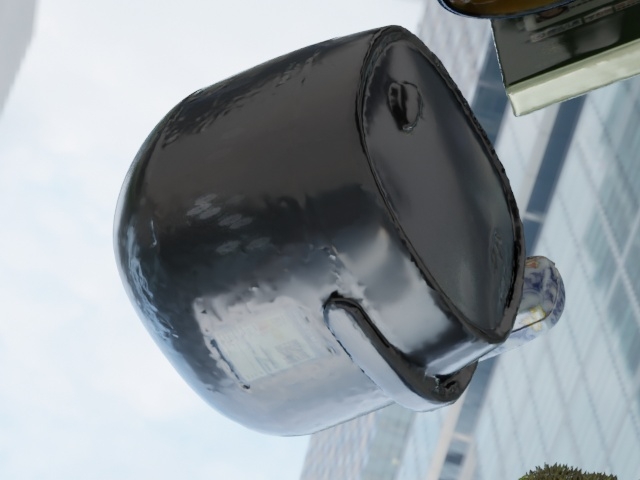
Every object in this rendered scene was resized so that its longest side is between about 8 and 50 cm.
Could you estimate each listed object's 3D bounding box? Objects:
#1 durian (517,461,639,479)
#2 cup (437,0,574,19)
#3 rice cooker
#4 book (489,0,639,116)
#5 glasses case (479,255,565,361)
[{"bbox_3d":[0.296,0.338,1.651,0.159,0.146,0.198,7,175,37],"label":"durian"},{"bbox_3d":[0.108,-0.206,0.784,0.113,0.138,0.150,-17,162,16],"label":"cup"},{"bbox_3d":[0.000,0.000,0.955,0.224,0.267,0.267,-23,-162,26],"label":"rice cooker"},{"bbox_3d":[0.200,-0.180,0.881,0.202,0.027,0.264,-20,-149,13],"label":"book"},{"bbox_3d":[0.112,0.080,1.319,0.248,0.065,0.087,-21,-144,30],"label":"glasses case"}]
